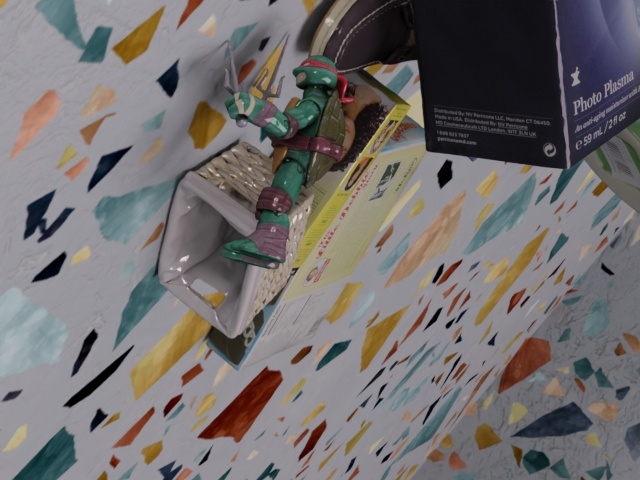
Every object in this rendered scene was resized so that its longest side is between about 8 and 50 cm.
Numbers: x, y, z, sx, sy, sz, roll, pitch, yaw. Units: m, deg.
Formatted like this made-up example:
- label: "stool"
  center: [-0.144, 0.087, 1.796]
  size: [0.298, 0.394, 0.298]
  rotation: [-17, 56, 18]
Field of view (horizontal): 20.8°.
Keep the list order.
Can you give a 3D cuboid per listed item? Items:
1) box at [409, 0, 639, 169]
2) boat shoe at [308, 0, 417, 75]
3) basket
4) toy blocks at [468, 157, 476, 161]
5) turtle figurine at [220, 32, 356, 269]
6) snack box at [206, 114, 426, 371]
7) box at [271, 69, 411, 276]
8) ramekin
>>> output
- label: "box"
  center: [0.239, -0.264, 1.757]
  size: [0.296, 0.183, 0.294]
  rotation: [-34, 123, -44]
- label: "boat shoe"
  center: [0.099, -0.233, 1.807]
  size: [0.285, 0.092, 0.102]
  rotation: [-32, 154, -46]
- label: "basket"
  center: [-0.085, -0.003, 1.784]
  size: [0.103, 0.113, 0.167]
  rotation: [-40, 159, -37]
- label: "toy blocks"
  center: [0.321, -0.232, 2.270]
  size: [0.381, 0.191, 0.261]
  rotation: [-42, 172, -23]
- label: "turtle figurine"
  center: [-0.036, -0.094, 1.627]
  size: [0.175, 0.118, 0.234]
  rotation: [44, 57, -75]
- label: "snack box"
  center: [0.000, 0.000, 2.080]
  size: [0.187, 0.060, 0.322]
  rotation: [-19, 144, -60]
- label: "box"
  center: [-0.006, -0.076, 1.880]
  size: [0.232, 0.087, 0.058]
  rotation: [-56, 164, 13]
- label: "ramekin"
  center: [0.491, -0.165, 2.579]
  size: [0.148, 0.303, 0.303]
  rotation: [-40, 161, -8]
